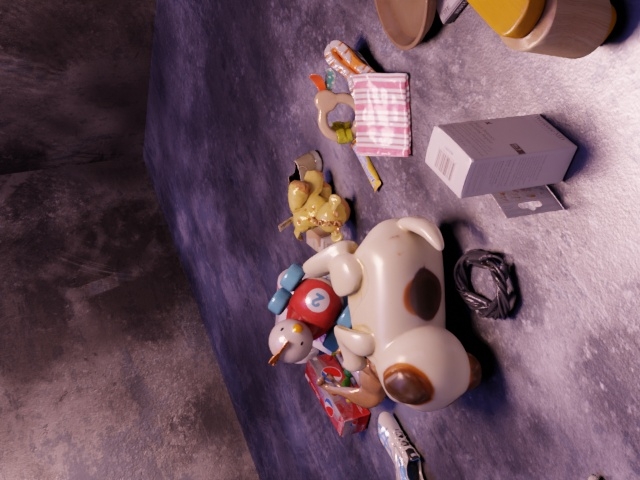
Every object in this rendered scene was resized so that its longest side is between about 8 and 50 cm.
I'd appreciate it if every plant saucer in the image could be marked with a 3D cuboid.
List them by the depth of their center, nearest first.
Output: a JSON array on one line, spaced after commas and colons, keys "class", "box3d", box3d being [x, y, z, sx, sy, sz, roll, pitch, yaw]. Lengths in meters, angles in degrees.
[{"class": "plant saucer", "box3d": [0.179, -0.548, 1.541, 0.278, 0.041, 0.278, 166, 90, -76]}]

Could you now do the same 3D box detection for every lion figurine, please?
[{"class": "lion figurine", "box3d": [0.142, 0.364, 1.927, 0.240, 0.142, 0.392, 35, 153, 7]}]

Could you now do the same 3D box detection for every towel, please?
[{"class": "towel", "box3d": [0.144, -0.296, 1.711, 0.144, 0.029, 0.197, 6, 109, 33]}]

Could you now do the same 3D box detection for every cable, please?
[{"class": "cable", "box3d": [0.342, 0.093, 1.523, 0.184, 0.047, 0.150, -8, 101, 69]}]

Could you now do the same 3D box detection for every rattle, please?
[{"class": "rattle", "box3d": [0.032, -0.355, 1.873, 0.200, 0.130, 0.143, 51, -160, -17]}]

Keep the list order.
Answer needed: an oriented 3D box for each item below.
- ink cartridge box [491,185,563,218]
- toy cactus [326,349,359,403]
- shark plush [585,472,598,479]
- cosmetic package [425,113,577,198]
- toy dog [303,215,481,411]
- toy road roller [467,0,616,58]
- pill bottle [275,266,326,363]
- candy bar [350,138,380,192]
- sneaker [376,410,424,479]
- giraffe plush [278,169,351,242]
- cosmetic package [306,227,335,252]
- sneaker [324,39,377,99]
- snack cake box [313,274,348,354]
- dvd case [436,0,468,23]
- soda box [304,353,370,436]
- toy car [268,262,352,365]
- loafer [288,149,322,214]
[{"class": "ink cartridge box", "box3d": [0.336, -0.102, 1.324, 0.179, 0.145, 0.045, 62, 145, 30]}, {"class": "toy cactus", "box3d": [0.082, 0.365, 2.133, 0.219, 0.112, 0.180, -119, 39, -50]}, {"class": "shark plush", "box3d": [0.510, 0.508, 1.362, 0.067, 0.073, 0.161, -100, -5, -48]}, {"class": "cosmetic package", "box3d": [0.311, -0.149, 1.251, 0.117, 0.231, 0.085, 55, 146, 40]}, {"class": "toy dog", "box3d": [0.202, 0.177, 1.616, 0.395, 0.284, 0.408, -36, 64, 42]}, {"class": "toy road roller", "box3d": [0.339, -0.463, 1.110, 0.240, 0.202, 0.329, -58, 47, 42]}, {"class": "pill bottle", "box3d": [-0.062, 0.239, 2.291, 0.160, 0.160, 0.283, 47, 142, 48]}, {"class": "candy bar", "box3d": [0.119, -0.198, 1.891, 0.161, 0.018, 0.040, 65, 152, 26]}, {"class": "sneaker", "box3d": [0.222, 0.564, 1.943, 0.086, 0.085, 0.237, -43, 54, 31]}, {"class": "giraffe plush", "box3d": [0.007, -0.084, 2.025, 0.170, 0.210, 0.181, 11, 145, 39]}, {"class": "cosmetic package", "box3d": [0.000, 0.000, 2.199, 0.115, 0.041, 0.060, 35, 132, 56]}, {"class": "sneaker", "box3d": [0.101, -0.405, 1.780, 0.084, 0.083, 0.215, -39, 79, 25]}, {"class": "snack cake box", "box3d": [0.051, 0.175, 2.013, 0.089, 0.152, 0.264, 26, 134, 13]}, {"class": "dvd case", "box3d": [0.252, -0.582, 1.432, 0.179, 0.029, 0.239, -47, 59, 60]}, {"class": "soda box", "box3d": [0.049, 0.474, 2.238, 0.263, 0.092, 0.083, 55, 145, 42]}, {"class": "toy car", "box3d": [-0.053, 0.224, 1.841, 0.219, 0.238, 0.210, 34, 135, 5]}, {"class": "loafer", "box3d": [-0.065, -0.170, 2.209, 0.094, 0.087, 0.251, 58, 148, 37]}]
